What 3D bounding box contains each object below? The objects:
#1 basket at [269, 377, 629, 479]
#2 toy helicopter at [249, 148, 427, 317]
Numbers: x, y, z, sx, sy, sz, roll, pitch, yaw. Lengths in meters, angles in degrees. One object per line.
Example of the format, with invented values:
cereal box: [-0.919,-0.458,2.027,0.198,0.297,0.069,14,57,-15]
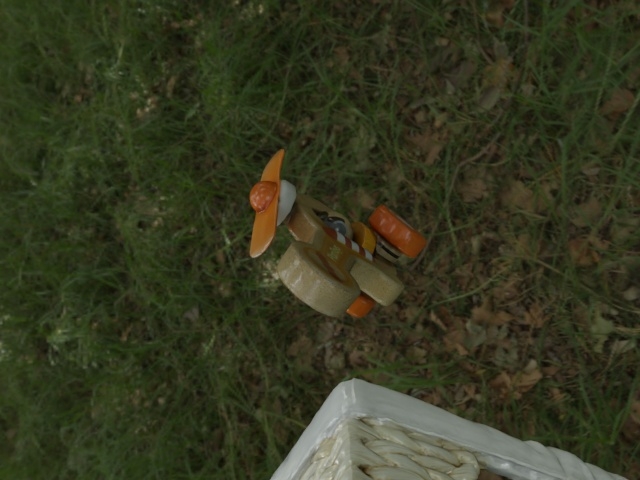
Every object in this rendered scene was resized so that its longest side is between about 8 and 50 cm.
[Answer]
basket: [0.091,0.340,0.464,0.331,0.328,0.266,-61,14,22]
toy helicopter: [0.000,0.000,0.736,0.235,0.355,0.140,39,101,-2]
